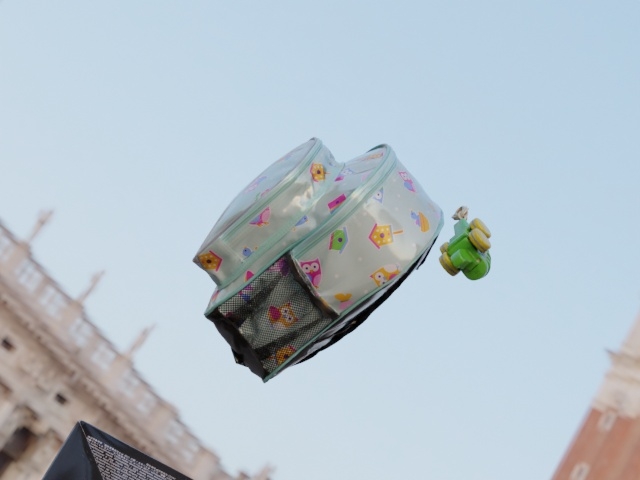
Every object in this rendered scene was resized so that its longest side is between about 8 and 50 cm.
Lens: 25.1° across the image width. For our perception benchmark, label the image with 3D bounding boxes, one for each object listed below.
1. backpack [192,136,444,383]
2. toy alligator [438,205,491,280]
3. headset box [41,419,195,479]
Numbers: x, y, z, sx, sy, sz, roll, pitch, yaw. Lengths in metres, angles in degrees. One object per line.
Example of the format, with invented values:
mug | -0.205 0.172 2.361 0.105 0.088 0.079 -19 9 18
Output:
backpack | 0.000 0.000 1.147 0.188 0.166 0.144 -30 -80 18
toy alligator | 0.174 0.007 1.652 0.051 0.056 0.190 48 17 -9
headset box | -0.143 0.299 1.067 0.218 0.110 0.293 29 -48 -2
